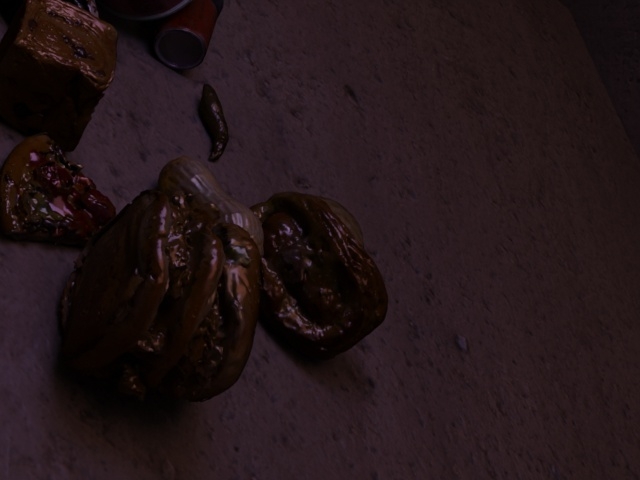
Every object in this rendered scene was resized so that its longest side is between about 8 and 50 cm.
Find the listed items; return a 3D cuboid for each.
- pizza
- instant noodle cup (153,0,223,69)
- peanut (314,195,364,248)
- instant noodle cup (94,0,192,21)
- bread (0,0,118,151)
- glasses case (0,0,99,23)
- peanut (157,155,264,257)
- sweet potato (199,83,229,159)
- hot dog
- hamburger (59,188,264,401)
[{"bbox_3d":[-0.324,-0.055,1.583,0.193,0.053,0.201,29,34,-31],"label":"pizza"},{"bbox_3d":[-0.227,-0.359,2.026,0.127,0.127,0.136,31,42,-29],"label":"instant noodle cup"},{"bbox_3d":[0.000,0.000,1.899,0.159,0.109,0.140,45,27,-10],"label":"peanut"},{"bbox_3d":[-0.297,-0.483,1.855,0.244,0.244,0.255,56,3,14],"label":"instant noodle cup"},{"bbox_3d":[-0.363,-0.231,1.652,0.149,0.143,0.158,27,35,-23],"label":"bread"},{"bbox_3d":[-0.428,-0.396,1.777,0.082,0.122,0.321,-11,64,-57],"label":"glasses case"},{"bbox_3d":[-0.154,-0.041,1.741,0.207,0.087,0.087,47,27,22],"label":"peanut"},{"bbox_3d":[-0.170,-0.188,1.970,0.041,0.038,0.153,4,57,-24],"label":"sweet potato"},{"bbox_3d":[-0.023,0.041,1.775,0.259,0.175,0.114,53,5,12],"label":"hot dog"},{"bbox_3d":[-0.183,0.064,1.472,0.211,0.245,0.260,23,-2,-24],"label":"hamburger"}]
